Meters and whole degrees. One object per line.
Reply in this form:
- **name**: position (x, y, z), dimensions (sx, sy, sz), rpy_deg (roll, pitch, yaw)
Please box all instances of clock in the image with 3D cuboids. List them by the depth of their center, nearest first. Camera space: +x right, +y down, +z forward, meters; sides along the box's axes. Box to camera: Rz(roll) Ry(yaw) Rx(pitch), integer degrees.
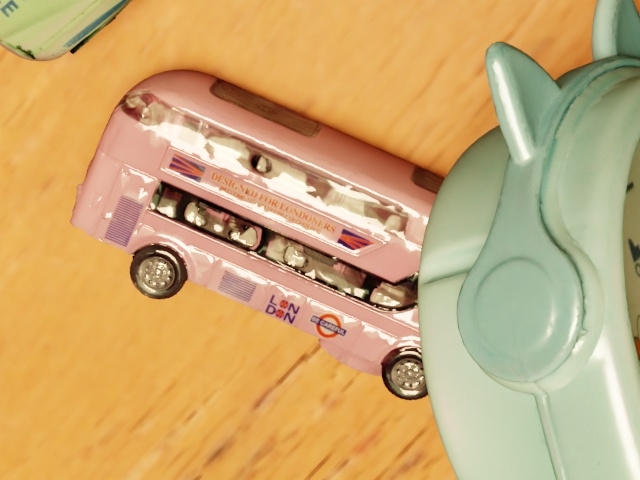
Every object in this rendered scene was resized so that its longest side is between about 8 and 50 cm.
- **clock**: position (0.125, 0.043, 0.754), dimensions (0.094, 0.223, 0.274), rpy_deg (-17, 98, 36)

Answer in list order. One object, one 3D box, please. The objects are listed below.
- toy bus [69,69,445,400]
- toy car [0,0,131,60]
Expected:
- **toy bus**: position (0.000, 0.000, 0.827), dimensions (0.203, 0.063, 0.090), rpy_deg (24, 108, 0)
- **toy car**: position (-0.067, -0.159, 0.778), dimensions (0.224, 0.076, 0.090), rpy_deg (-39, 101, 16)
